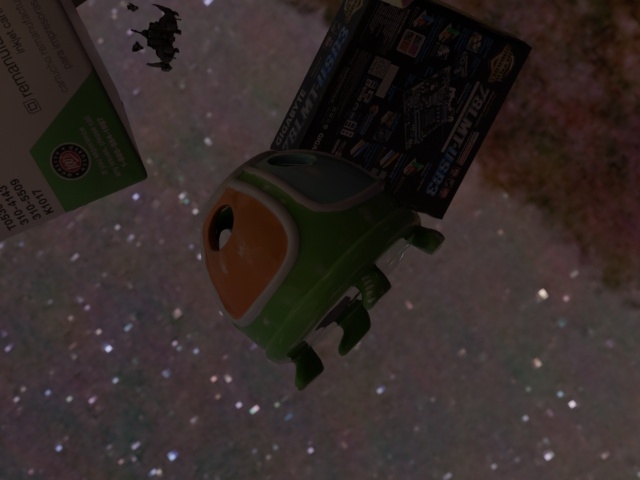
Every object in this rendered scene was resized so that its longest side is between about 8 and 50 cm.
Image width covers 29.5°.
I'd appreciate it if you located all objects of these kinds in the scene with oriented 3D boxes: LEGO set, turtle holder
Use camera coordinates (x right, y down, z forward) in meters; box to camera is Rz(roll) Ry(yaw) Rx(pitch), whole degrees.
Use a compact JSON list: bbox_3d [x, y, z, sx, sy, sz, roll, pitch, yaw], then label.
[{"bbox_3d":[-0.120,-0.160,0.902,0.054,0.023,0.083,-65,-33,-26],"label":"LEGO set"},{"bbox_3d":[0.002,-0.006,1.440,0.227,0.243,0.320,42,-123,9],"label":"turtle holder"}]

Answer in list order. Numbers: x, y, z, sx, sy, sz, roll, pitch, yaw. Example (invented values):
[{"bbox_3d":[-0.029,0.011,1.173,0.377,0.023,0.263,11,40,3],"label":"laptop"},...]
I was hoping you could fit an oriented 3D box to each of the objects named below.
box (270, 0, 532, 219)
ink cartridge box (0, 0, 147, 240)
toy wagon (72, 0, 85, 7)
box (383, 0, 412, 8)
[{"bbox_3d":[0.118,-0.201,1.735,0.293,0.295,0.073,15,-160,-35],"label":"box"},{"bbox_3d":[-0.287,-0.087,0.815,0.117,0.278,0.201,-116,3,-46],"label":"ink cartridge box"},{"bbox_3d":[-0.372,-0.374,1.477,0.344,0.068,0.267,-45,-62,-31],"label":"toy wagon"},{"bbox_3d":[0.013,-0.366,1.101,0.213,0.117,0.243,28,151,36],"label":"box"}]
